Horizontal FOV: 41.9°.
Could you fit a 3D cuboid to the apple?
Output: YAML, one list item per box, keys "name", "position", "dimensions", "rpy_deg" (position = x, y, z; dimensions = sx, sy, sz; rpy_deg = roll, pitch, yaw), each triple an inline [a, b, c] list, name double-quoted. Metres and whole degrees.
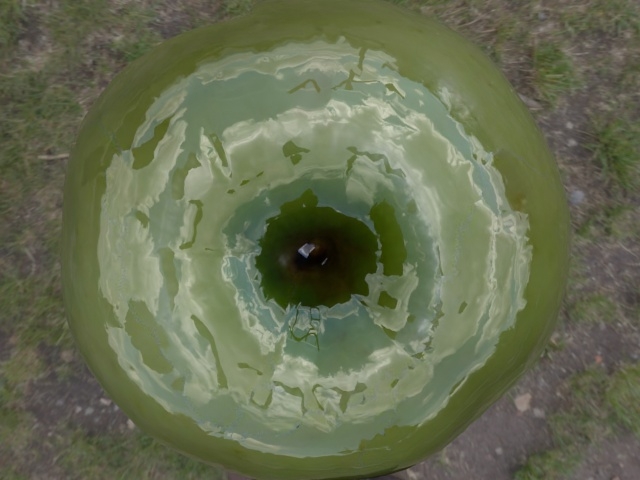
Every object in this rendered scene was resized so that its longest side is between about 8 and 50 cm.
- name: "apple"
  position: [0.000, 0.000, 0.462]
  dimensions: [0.279, 0.279, 0.279]
  rpy_deg: [0, 103, 1]

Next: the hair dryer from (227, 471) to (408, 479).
- name: "hair dryer"
  position: [0.047, 0.316, 0.714]
  dimensions: [0.125, 0.210, 0.352]
  rpy_deg: [-28, 104, -14]
